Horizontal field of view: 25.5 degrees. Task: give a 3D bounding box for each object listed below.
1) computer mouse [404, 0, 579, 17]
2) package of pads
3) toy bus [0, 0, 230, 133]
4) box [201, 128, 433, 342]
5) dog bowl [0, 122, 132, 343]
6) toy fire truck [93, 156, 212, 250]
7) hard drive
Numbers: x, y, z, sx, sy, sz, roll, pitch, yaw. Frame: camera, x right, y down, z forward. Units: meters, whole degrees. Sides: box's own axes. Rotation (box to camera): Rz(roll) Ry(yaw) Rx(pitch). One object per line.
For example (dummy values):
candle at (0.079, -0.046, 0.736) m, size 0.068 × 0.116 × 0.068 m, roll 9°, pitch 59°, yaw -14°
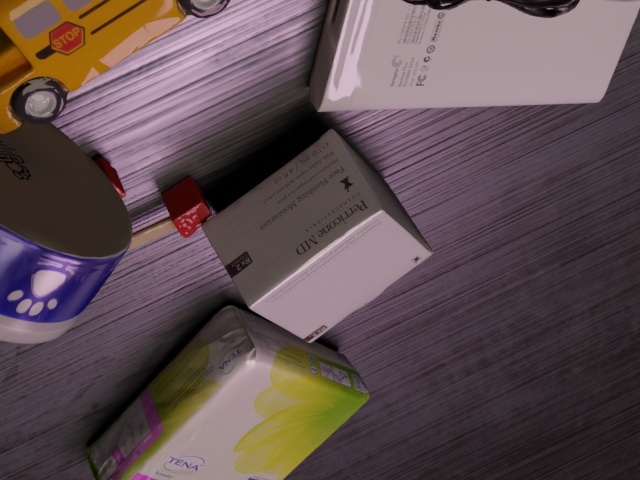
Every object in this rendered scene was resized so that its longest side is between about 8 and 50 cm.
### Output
computer mouse at (0.160, -0.349, 1.306) m, size 0.188 × 0.072 × 0.272 m, roll 8°, pitch 107°, yaw 19°
package of pads at (-0.120, 0.227, 1.753) m, size 0.296 × 0.101 × 0.229 m, roll -46°, pitch 136°, yaw 17°
toy bus at (-0.188, -0.238, 1.257) m, size 0.332 × 0.108 × 0.130 m, roll -32°, pitch 137°, yaw 4°
box at (0.000, 0.000, 1.549) m, size 0.181 × 0.119 × 0.182 m, roll -36°, pitch 154°, yaw 8°
dog bowl at (-0.305, -0.035, 1.278) m, size 0.265 × 0.265 × 0.104 m, roll 23°, pitch 115°, yaw -41°
toy fire truck at (-0.227, -0.019, 1.496) m, size 0.192 × 0.047 × 0.135 m, roll -34°, pitch 139°, yaw 8°
hard drive at (0.177, -0.244, 1.489) m, size 0.353 × 0.047 × 0.233 m, roll -4°, pitch 132°, yaw -24°
